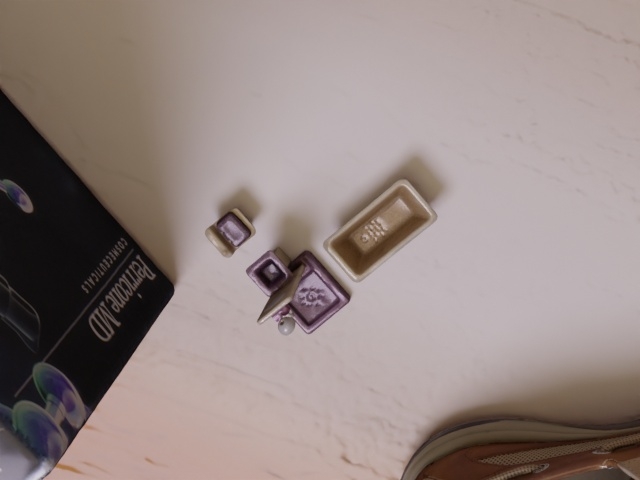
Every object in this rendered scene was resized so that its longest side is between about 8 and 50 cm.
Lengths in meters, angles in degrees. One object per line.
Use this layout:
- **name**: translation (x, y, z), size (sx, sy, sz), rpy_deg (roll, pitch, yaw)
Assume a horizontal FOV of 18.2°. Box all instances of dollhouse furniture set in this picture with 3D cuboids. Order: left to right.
- **dollhouse furniture set**: translation (0.000, 0.000, 1.149), size (0.114, 0.081, 0.091), rpy_deg (-39, 98, 16)

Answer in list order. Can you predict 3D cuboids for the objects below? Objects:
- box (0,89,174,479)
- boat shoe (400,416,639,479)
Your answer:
- **box**: translation (-0.307, -0.013, 1.076), size (0.212, 0.293, 0.395), rpy_deg (-39, 98, 16)
- **boat shoe**: translation (0.203, 0.160, 1.149), size (0.324, 0.116, 0.123), rpy_deg (-10, 104, 10)
